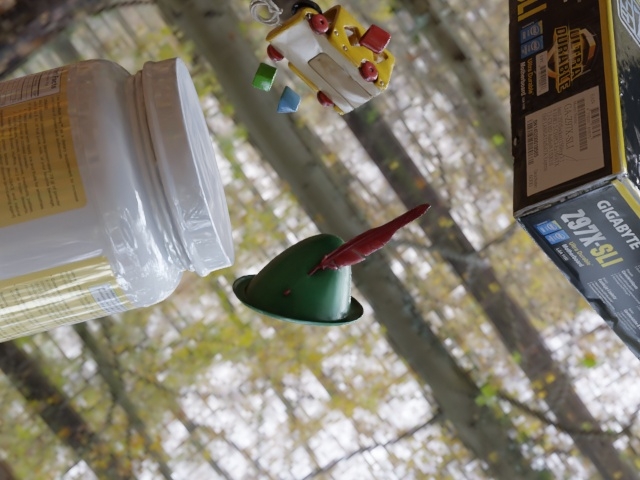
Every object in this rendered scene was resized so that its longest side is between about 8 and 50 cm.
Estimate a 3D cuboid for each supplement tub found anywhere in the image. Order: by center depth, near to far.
[{"bbox_3d":[-0.266,-0.034,1.212,0.331,0.241,0.241,-14,-164,1],"label":"supplement tub"}]

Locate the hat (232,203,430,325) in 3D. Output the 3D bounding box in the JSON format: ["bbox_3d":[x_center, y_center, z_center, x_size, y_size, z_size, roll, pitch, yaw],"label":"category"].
[{"bbox_3d":[0.000,0.000,1.716,0.173,0.208,0.184,-133,-129,-60],"label":"hat"}]

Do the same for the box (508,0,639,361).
[{"bbox_3d":[0.236,-0.040,0.890,0.079,0.322,0.257,-22,-136,28],"label":"box"}]

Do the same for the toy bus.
[{"bbox_3d":[0.008,-0.274,1.781,0.191,0.202,0.104,11,-130,8],"label":"toy bus"}]
